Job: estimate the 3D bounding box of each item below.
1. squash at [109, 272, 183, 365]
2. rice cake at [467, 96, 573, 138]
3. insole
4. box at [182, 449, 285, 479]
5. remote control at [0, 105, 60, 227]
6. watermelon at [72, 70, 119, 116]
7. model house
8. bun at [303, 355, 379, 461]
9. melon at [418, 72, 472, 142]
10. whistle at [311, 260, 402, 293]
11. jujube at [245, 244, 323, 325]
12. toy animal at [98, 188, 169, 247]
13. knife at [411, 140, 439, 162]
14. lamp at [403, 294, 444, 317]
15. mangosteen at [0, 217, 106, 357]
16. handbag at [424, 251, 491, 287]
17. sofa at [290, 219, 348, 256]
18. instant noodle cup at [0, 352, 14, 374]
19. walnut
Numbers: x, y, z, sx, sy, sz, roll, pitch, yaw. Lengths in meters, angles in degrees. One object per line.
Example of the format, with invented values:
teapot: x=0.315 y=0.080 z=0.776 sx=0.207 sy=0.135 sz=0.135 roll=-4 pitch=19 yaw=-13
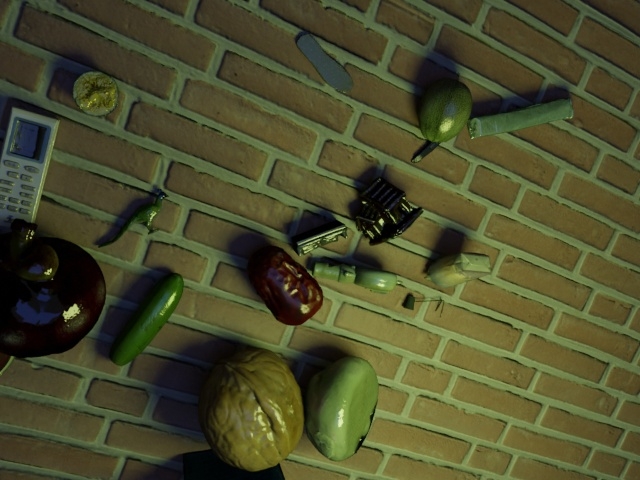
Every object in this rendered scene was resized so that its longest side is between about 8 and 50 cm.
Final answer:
squash: x=-0.449 y=0.210 z=1.583 sx=0.082 sy=0.082 sz=0.292 roll=36 pitch=91 yaw=-21
rice cake: x=0.585 y=-0.355 z=1.761 sx=0.336 sy=0.063 sz=0.066 roll=-13 pitch=103 yaw=-12
insole: x=0.012 y=-0.459 z=1.597 sx=0.192 sy=0.010 sz=0.063 roll=42 pitch=88 yaw=-20
box: x=-0.232 y=0.678 z=1.653 sx=0.261 sy=0.279 sz=0.116 roll=-4 pitch=106 yaw=-15
remote control: x=-0.700 y=-0.166 z=1.434 sx=0.102 sy=0.055 sz=0.277 roll=15 pitch=99 yaw=-20
watermelon: x=-0.526 y=-0.344 z=1.439 sx=0.105 sy=0.062 sz=0.106 roll=-1 pitch=97 yaw=-11
model house: x=0.166 y=-0.082 z=1.680 sx=0.165 sy=0.106 sz=0.152 roll=-45 pitch=112 yaw=-7
bun: x=0.037 y=0.459 z=1.720 sx=0.187 sy=0.293 sz=0.293 roll=7 pitch=105 yaw=25
melon: x=0.338 y=-0.358 z=1.648 sx=0.139 sy=0.139 sz=0.192 roll=17 pitch=101 yaw=-19
whistle: x=0.104 y=0.103 z=1.706 sx=0.258 sy=0.126 sz=0.067 roll=11 pitch=86 yaw=-5
jujube: x=-0.096 y=0.120 z=1.627 sx=0.155 sy=0.155 sz=0.230 roll=-38 pitch=111 yaw=-5
toy animal: x=-0.458 y=-0.032 z=1.542 sx=0.217 sy=0.041 sz=0.075 roll=-44 pitch=92 yaw=-1
knife: x=0.303 y=-0.262 z=1.725 sx=0.121 sy=0.018 sz=0.031 roll=-43 pitch=117 yaw=-2
lamp: x=0.309 y=0.189 z=1.827 sx=0.121 sy=0.041 sz=0.054 roll=15 pitch=89 yaw=-15
mangosteen: x=-0.643 y=0.121 z=1.388 sx=0.297 sy=0.293 sz=0.297 roll=10 pitch=66 yaw=-23
handbag: x=0.392 y=0.079 z=1.762 sx=0.117 sy=0.173 sz=0.095 roll=9 pitch=71 yaw=-28
sofa: x=0.000 y=0.000 z=1.663 sx=0.147 sy=0.085 sz=0.060 roll=-21 pitch=105 yaw=-11
instant noodle cup: x=-0.849 y=0.269 z=1.429 sx=0.234 sy=0.178 sz=0.235 roll=-4 pitch=103 yaw=-17
walnut: x=-0.185 y=0.446 z=1.626 sx=0.277 sy=0.252 sz=0.313 roll=-27 pitch=109 yaw=-7
